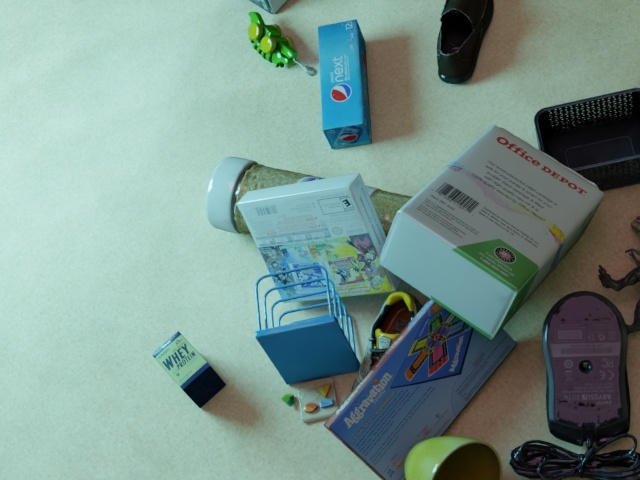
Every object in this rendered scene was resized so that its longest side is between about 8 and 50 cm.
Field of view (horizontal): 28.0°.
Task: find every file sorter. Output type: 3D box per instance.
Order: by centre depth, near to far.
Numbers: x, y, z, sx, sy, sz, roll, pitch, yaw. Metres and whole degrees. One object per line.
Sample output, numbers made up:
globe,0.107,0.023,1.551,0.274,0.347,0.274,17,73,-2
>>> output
file sorter,-0.019,0.125,1.903,0.118,0.170,0.104,-12,58,10

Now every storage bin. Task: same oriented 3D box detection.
storage bin,0.427,-0.148,1.966,0.180,0.084,0.122,-12,61,10

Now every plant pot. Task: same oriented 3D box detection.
plant pot,0.171,0.325,1.782,0.134,0.134,0.095,-51,37,-12

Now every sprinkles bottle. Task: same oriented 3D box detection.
sprinkles bottle,0.000,-0.042,2.009,0.355,0.121,0.121,13,68,20

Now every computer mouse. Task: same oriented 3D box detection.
computer mouse,0.368,0.210,1.815,0.188,0.072,0.272,2,77,14

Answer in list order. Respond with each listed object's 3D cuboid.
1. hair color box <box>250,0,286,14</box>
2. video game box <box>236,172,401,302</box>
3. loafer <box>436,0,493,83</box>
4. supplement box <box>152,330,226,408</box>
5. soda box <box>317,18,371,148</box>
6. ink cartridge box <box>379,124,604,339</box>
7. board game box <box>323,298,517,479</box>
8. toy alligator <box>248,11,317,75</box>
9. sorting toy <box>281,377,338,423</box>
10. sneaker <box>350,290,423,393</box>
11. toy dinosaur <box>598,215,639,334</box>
hair color box,-0.032,-0.588,2.259,0.110,0.185,0.339,34,76,27
video game box,0.000,0.000,1.925,0.205,0.187,0.048,-7,27,32
loafer,0.240,-0.369,2.133,0.080,0.078,0.220,2,65,17
supplement box,-0.201,0.198,1.963,0.056,0.083,0.083,-42,60,-9
soda box,0.040,-0.261,2.140,0.071,0.067,0.210,-9,62,12
ink cartridge box,0.250,-0.019,1.849,0.201,0.117,0.278,34,47,16
board game box,0.146,0.206,1.845,0.145,0.027,0.281,45,78,-16
toy alligator,-0.075,-0.325,2.217,0.190,0.056,0.051,48,125,28
sorting toy,-0.017,0.243,1.930,0.083,0.012,0.062,-14,61,8
sneaker,0.092,0.176,1.888,0.088,0.093,0.225,9,67,19
toy dinosaur,0.472,0.078,1.855,0.118,0.064,0.268,-12,64,1
